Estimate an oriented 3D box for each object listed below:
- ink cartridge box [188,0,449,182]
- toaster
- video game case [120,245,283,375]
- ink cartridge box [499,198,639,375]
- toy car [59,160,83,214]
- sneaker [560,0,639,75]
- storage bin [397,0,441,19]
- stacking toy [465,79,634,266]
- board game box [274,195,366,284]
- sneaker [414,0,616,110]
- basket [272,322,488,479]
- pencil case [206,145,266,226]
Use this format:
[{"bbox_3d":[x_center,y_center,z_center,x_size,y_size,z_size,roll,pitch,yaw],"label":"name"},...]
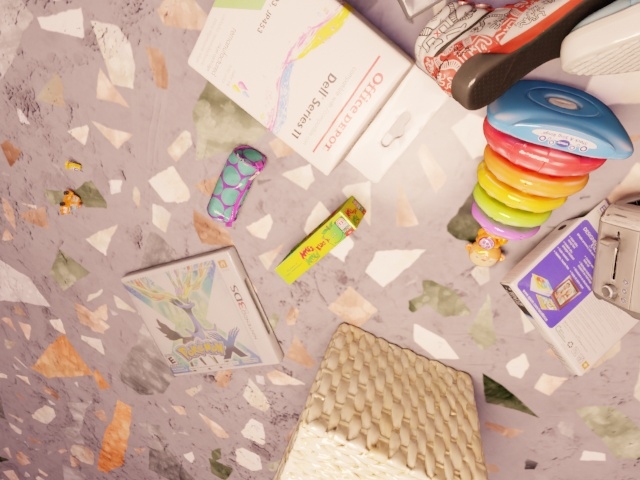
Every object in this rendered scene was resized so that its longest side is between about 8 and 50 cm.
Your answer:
[{"bbox_3d":[0.001,-0.252,0.622,0.353,0.119,0.207,38,118,-1],"label":"ink cartridge box"},{"bbox_3d":[0.503,0.011,0.559,0.226,0.129,0.147,-12,107,-2],"label":"toaster"},{"bbox_3d":[-0.285,0.184,0.960,0.328,0.036,0.300,-14,108,23],"label":"video game case"},{"bbox_3d":[0.430,0.076,0.652,0.208,0.045,0.206,-40,98,-3],"label":"ink cartridge box"},{"bbox_3d":[-0.560,-0.113,0.906,0.040,0.060,0.122,12,129,-23],"label":"toy car"},{"bbox_3d":[0.442,-0.301,0.415,0.365,0.135,0.150,-15,81,26],"label":"sneaker"},{"bbox_3d":[0.150,-0.371,0.541,0.135,0.098,0.091,-22,116,25],"label":"storage bin"},{"bbox_3d":[0.294,-0.067,0.613,0.175,0.166,0.302,19,132,10],"label":"stacking toy"},{"bbox_3d":[0.000,0.000,0.752,0.043,0.092,0.181,46,119,-5],"label":"board game box"},{"bbox_3d":[0.260,-0.292,0.533,0.270,0.090,0.145,-31,58,-1],"label":"sneaker"},{"bbox_3d":[0.112,0.386,0.765,0.328,0.331,0.267,21,112,8],"label":"basket"},{"bbox_3d":[-0.164,-0.104,0.773,0.070,0.064,0.152,47,122,22],"label":"pencil case"}]
